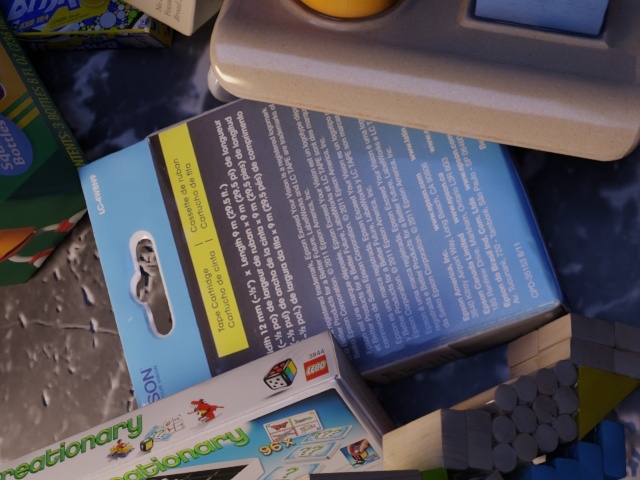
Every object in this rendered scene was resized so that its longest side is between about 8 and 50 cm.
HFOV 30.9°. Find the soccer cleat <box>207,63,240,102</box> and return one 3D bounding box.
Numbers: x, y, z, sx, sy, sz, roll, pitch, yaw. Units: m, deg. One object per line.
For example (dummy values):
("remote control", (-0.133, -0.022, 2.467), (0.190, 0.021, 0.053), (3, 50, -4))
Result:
("soccer cleat", (-0.042, -0.210, 1.031), (0.076, 0.068, 0.196), (37, 91, 33))

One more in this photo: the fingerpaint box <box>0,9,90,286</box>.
("fingerpaint box", (-0.450, -0.161, 0.953), (0.163, 0.371, 0.444), (-43, 70, 33))

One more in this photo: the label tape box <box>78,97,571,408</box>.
("label tape box", (0.000, 0.000, 0.957), (0.348, 0.115, 0.249), (-21, 75, 14))

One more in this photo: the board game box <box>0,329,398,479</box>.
("board game box", (-0.087, 0.198, 0.908), (0.305, 0.193, 0.053), (-23, 42, 11))

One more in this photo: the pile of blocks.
("pile of blocks", (0.112, 0.178, 0.837), (0.362, 0.112, 0.149), (-26, 82, -33))

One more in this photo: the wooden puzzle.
("wooden puzzle", (0.108, -0.244, 0.896), (0.322, 0.080, 0.347), (11, 60, 6))

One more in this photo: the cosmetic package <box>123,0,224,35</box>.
("cosmetic package", (-0.203, -0.326, 0.991), (0.309, 0.160, 0.113), (28, 51, 10))

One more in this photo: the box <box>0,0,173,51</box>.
("box", (-0.224, -0.212, 1.083), (0.169, 0.054, 0.059), (1, 82, 15))
